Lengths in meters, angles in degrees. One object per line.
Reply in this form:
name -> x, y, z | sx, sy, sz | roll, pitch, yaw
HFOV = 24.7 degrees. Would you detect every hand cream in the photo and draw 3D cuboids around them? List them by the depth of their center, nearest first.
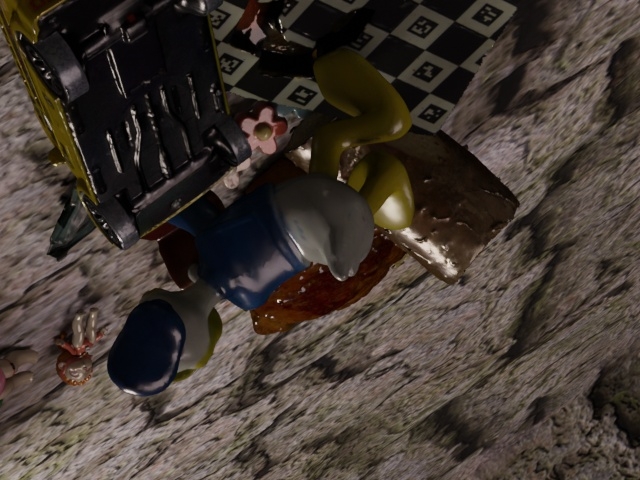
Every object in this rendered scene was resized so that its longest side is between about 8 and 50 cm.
hand cream -> -0.176, -0.074, 1.353 | 0.075, 0.052, 0.248 | -8, 144, -49

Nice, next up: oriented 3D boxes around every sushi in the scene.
sushi -> 0.018, -0.193, 1.343 | 0.280, 0.043, 0.192 | 7, 140, -22

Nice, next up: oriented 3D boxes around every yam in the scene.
yam -> 0.088, -0.062, 1.495 | 0.129, 0.238, 0.128 | -50, -171, -3

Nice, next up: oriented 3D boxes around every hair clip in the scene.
hair clip -> -0.069, -0.105, 1.456 | 0.214, 0.056, 0.062 | -41, 125, 9

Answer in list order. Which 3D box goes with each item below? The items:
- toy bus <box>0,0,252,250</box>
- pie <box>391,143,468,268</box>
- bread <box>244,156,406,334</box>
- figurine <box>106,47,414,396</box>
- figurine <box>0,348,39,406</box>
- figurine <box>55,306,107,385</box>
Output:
toy bus -> -0.159, -0.135, 1.135 | 0.145, 0.151, 0.331 | -38, 157, -16
pie -> 0.100, -0.034, 1.823 | 0.129, 0.068, 0.282 | -24, 155, -27
bread -> -0.007, -0.001, 1.639 | 0.232, 0.135, 0.246 | -20, 152, -35
figurine -> -0.097, 0.005, 1.324 | 0.338, 0.284, 0.204 | -50, 127, -35
figurine -> -0.362, 0.150, 1.509 | 0.083, 0.083, 0.187 | -49, 168, 26
figurine -> -0.263, 0.111, 1.595 | 0.064, 0.047, 0.109 | -12, 138, -33
